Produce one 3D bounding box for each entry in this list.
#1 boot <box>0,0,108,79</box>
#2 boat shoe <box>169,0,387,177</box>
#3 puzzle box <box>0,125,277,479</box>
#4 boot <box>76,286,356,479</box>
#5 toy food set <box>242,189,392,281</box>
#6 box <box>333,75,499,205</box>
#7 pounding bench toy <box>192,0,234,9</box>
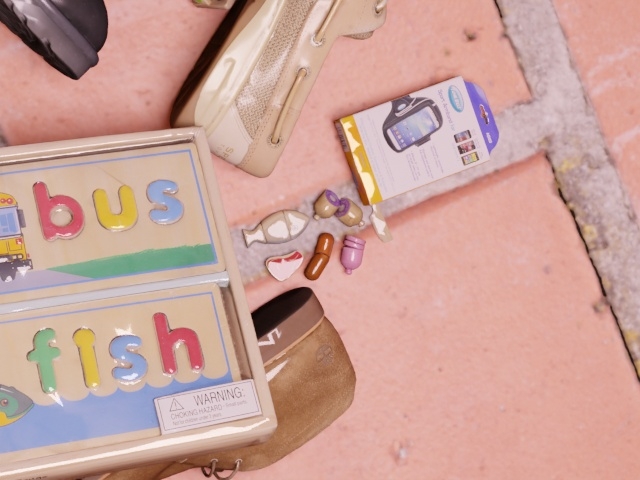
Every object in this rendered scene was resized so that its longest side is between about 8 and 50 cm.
[{"bbox_3d":[-0.168,-0.409,1.440,0.445,0.146,0.367,-43,99,-9],"label":"boot"},{"bbox_3d":[0.003,-0.215,1.479,0.110,0.121,0.341,32,98,-12],"label":"boat shoe"},{"bbox_3d":[-0.258,0.059,1.343,0.409,0.052,0.272,-9,69,-18],"label":"puzzle box"},{"bbox_3d":[-0.104,0.172,1.482,0.305,0.112,0.115,-34,107,-8],"label":"boot"},{"bbox_3d":[0.000,0.000,1.528,0.122,0.019,0.078,-25,95,-6],"label":"toy food set"},{"bbox_3d":[0.088,-0.091,1.528,0.136,0.028,0.081,-21,95,-16],"label":"box"},{"bbox_3d":[-0.106,-0.235,1.490,0.065,0.083,0.052,38,75,-36],"label":"pounding bench toy"}]
